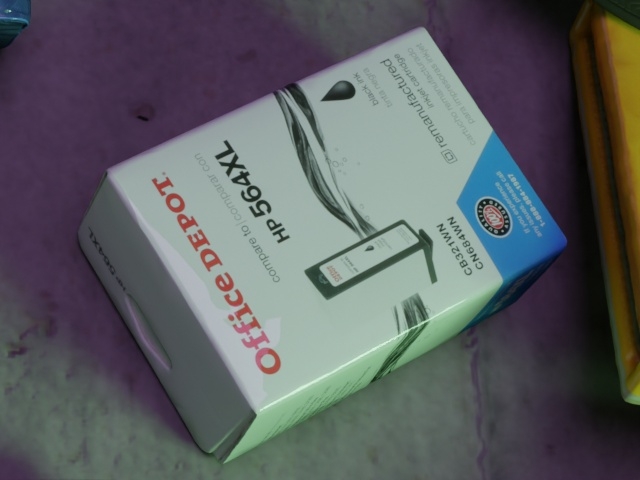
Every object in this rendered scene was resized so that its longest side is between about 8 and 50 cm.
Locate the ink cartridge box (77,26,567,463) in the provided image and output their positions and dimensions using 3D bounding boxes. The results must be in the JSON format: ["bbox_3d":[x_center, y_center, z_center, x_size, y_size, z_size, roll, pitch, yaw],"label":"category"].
[{"bbox_3d":[0.000,0.000,1.014,0.203,0.086,0.148,-28,78,-27],"label":"ink cartridge box"}]

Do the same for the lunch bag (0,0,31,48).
[{"bbox_3d":[-0.188,-0.137,1.010,0.067,0.098,0.065,-1,86,-20],"label":"lunch bag"}]

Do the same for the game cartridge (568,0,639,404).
[{"bbox_3d":[0.306,-0.005,1.087,0.324,0.052,0.285,10,46,-12],"label":"game cartridge"}]

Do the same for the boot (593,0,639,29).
[{"bbox_3d":[0.170,-0.316,1.147,0.377,0.138,0.284,47,43,-1],"label":"boot"}]
